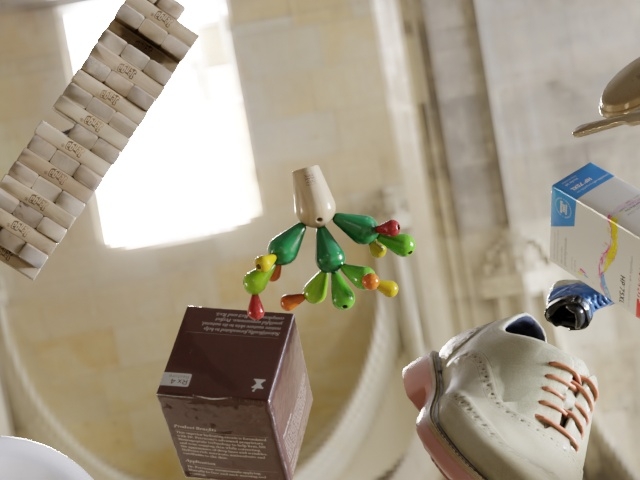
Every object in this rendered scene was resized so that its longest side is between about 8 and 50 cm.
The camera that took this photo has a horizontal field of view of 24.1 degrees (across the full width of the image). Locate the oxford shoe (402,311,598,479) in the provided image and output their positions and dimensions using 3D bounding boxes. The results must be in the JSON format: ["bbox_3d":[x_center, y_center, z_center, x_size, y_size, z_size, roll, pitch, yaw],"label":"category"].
[{"bbox_3d":[0.171,0.154,1.288,0.146,0.140,0.397,-39,-161,6],"label":"oxford shoe"}]

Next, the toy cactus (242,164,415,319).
[{"bbox_3d":[0.000,0.000,1.823,0.219,0.180,0.112,-15,180,6],"label":"toy cactus"}]

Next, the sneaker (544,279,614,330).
[{"bbox_3d":[0.382,0.084,2.070,0.152,0.058,0.084,-9,-149,29],"label":"sneaker"}]

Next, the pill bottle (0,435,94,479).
[{"bbox_3d":[-0.294,0.325,1.305,0.210,0.210,0.363,-12,157,-21],"label":"pill bottle"}]

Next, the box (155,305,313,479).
[{"bbox_3d":[-0.118,0.225,2.156,0.168,0.203,0.167,4,-134,14],"label":"box"}]

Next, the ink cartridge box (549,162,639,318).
[{"bbox_3d":[0.407,0.013,1.947,0.078,0.134,0.231,-29,-136,-26],"label":"ink cartridge box"}]

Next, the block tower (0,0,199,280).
[{"bbox_3d":[-0.253,-0.118,1.615,0.091,0.335,0.097,34,175,-9],"label":"block tower"}]

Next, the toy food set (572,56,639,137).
[{"bbox_3d":[0.361,-0.166,1.614,0.132,0.038,0.192,-11,-148,53],"label":"toy food set"}]
